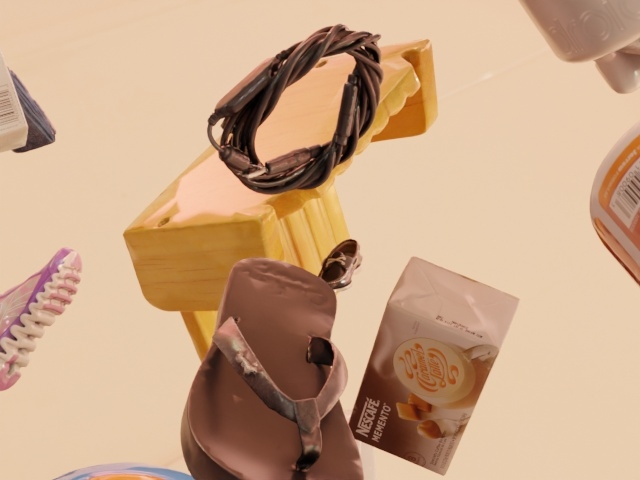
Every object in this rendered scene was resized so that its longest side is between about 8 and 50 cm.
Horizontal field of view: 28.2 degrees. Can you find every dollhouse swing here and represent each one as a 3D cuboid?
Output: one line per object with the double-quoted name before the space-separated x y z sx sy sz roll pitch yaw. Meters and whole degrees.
"dollhouse swing" 0.000 0.000 1.494 0.315 0.347 0.305 -4 -56 44

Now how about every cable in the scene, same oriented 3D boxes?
"cable" -0.007 -0.116 1.155 0.150 0.184 0.047 46 3 -46

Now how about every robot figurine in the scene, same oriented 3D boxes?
"robot figurine" 0.266 -0.320 1.271 0.353 0.200 0.300 53 -26 -11

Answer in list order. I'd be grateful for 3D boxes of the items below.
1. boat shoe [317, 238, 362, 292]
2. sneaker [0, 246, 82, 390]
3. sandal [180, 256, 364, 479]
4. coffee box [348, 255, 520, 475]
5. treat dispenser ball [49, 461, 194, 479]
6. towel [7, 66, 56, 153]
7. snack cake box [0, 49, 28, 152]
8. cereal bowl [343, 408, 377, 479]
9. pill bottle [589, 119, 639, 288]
"boat shoe" 0.023 0.031 1.525 0.046 0.125 0.038 4 -72 20
"sneaker" -0.447 0.101 1.881 0.104 0.236 0.095 32 -9 16
"sandal" -0.026 0.070 0.719 0.254 0.097 0.054 -100 -153 -61
"coffee box" 0.131 0.155 1.536 0.141 0.098 0.246 23 -46 8
"treat dispenser ball" -0.153 0.317 0.986 0.288 0.288 0.288 25 -52 37
"towel" -0.371 -0.154 1.522 0.067 0.029 0.119 -17 -44 15
"snack cake box" -0.420 -0.208 1.324 0.089 0.152 0.264 150 -79 -73
"cereal bowl" 0.008 0.421 1.901 0.141 0.339 0.339 -3 -65 6
"pill bottle" 0.252 0.022 0.708 0.216 0.121 0.121 -119 -149 -45
